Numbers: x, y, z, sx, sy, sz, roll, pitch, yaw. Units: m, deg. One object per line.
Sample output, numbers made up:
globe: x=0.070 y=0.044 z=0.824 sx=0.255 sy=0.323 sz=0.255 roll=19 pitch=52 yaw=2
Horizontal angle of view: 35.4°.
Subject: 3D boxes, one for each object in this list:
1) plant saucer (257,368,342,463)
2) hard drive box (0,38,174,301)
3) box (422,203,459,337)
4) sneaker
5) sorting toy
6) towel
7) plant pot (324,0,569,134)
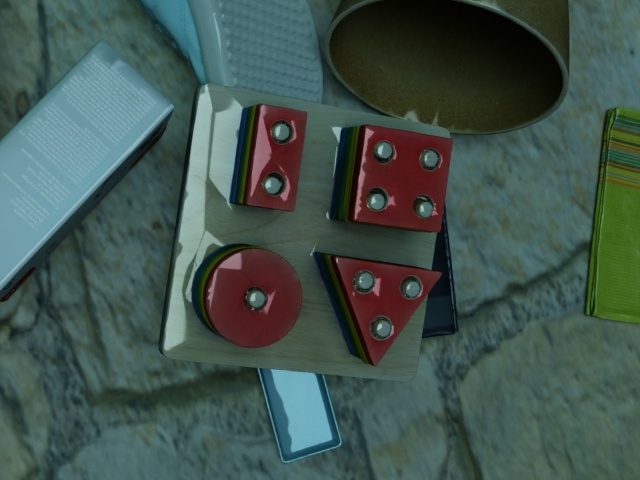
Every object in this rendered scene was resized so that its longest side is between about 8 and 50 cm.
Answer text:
plant saucer: x=-0.033 y=0.129 z=1.037 sx=0.067 sy=0.018 sz=0.192 roll=-15 pitch=89 yaw=-12
hard drive box: x=-0.249 y=-0.057 z=0.921 sx=0.089 sy=0.181 sz=0.232 roll=43 pitch=81 yaw=-7
box: x=0.026 y=0.022 z=1.026 sx=0.220 sy=0.051 sz=0.175 roll=-5 pitch=88 yaw=-19
sneaker: x=-0.113 y=-0.239 z=1.001 sx=0.135 sy=0.150 sz=0.366 roll=-34 pitch=115 yaw=-33
sorting toy: x=0.000 y=0.000 z=0.931 sx=0.257 sy=0.089 sz=0.256 roll=8 pitch=91 yaw=-20
towel: x=0.358 y=-0.026 z=1.123 sx=0.102 sy=0.021 sz=0.237 roll=9 pitch=85 yaw=-10
plant pot: x=0.146 y=-0.274 z=1.010 sx=0.237 sy=0.237 sz=0.254 roll=18 pitch=68 yaw=-10
